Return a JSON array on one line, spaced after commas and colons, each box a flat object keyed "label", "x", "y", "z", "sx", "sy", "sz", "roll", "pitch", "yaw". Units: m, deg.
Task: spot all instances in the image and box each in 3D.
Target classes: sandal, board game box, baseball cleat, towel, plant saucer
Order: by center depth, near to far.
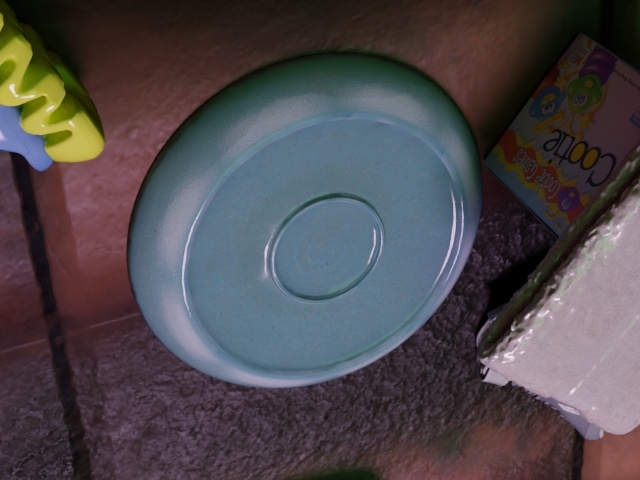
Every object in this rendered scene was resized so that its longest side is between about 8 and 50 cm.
[{"label": "sandal", "x": -0.274, "y": -0.133, "z": 0.862, "sx": 0.138, "sy": 0.126, "sz": 0.317, "roll": -35, "pitch": 127, "yaw": 4}, {"label": "towel", "x": 0.265, "y": 0.020, "z": 1.067, "sx": 0.187, "sy": 0.049, "sz": 0.282, "roll": 29, "pitch": 107, "yaw": -34}, {"label": "plant saucer", "x": 0.000, "y": 0.000, "z": 1.118, "sx": 0.317, "sy": 0.044, "sz": 0.318, "roll": -12, "pitch": 124, "yaw": -19}, {"label": "board game box", "x": 0.303, "y": -0.037, "z": 1.169, "sx": 0.275, "sy": 0.144, "sz": 0.142, "roll": 26, "pitch": 107, "yaw": -35}, {"label": "baseball cleat", "x": 0.208, "y": 0.124, "z": 1.286, "sx": 0.109, "sy": 0.072, "sz": 0.206, "roll": -20, "pitch": 126, "yaw": 8}]
